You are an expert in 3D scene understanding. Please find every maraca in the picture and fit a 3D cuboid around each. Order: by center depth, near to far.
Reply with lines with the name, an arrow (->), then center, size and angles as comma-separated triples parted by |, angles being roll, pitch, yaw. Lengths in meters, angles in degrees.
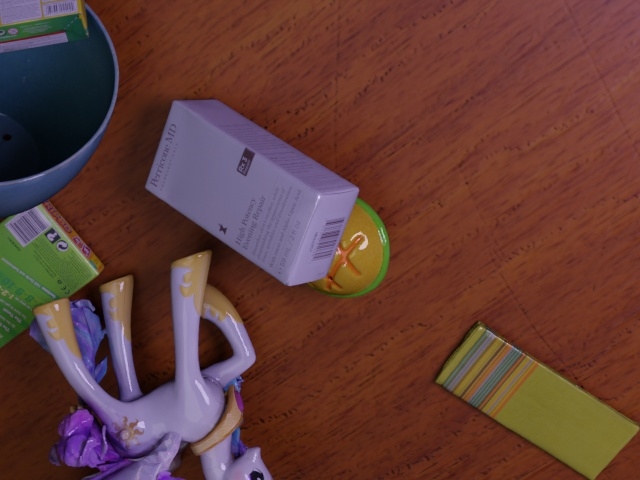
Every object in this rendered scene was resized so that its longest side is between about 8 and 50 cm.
maraca -> 0.000, 0.000, 1.605 | 0.185, 0.099, 0.127 | 12, 106, 31

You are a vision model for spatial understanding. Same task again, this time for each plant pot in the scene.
plant pot -> -0.378, -0.135, 1.539 | 0.290, 0.290, 0.195 | 23, 148, 0

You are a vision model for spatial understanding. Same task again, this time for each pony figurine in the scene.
pony figurine -> -0.212, 0.227, 1.659 | 0.351, 0.303, 0.364 | -18, 93, 7

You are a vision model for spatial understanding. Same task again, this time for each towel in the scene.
towel -> 0.261, 0.195, 1.680 | 0.237, 0.021, 0.102 | 33, 118, -5

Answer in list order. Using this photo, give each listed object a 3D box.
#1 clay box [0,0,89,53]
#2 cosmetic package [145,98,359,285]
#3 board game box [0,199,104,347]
clay box -> -0.325, -0.309, 1.490 | 0.127, 0.222, 0.053 | -10, 153, -3
cosmetic package -> -0.079, -0.058, 1.543 | 0.231, 0.085, 0.117 | 32, 113, 28
board game box -> -0.403, 0.060, 1.725 | 0.259, 0.039, 0.124 | -35, 101, 18
